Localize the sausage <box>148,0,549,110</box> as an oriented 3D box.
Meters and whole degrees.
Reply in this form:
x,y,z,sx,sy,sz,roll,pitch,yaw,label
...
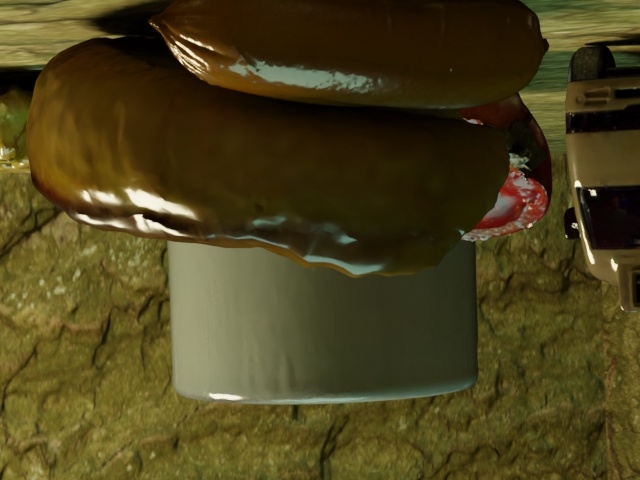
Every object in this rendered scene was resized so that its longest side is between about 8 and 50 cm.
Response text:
x,y,z,sx,sy,sz,roll,pitch,yaw,label
0.019,-0.081,0.755,0.183,0.054,0.062,0,147,-27,sausage

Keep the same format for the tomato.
x,y,z,sx,sy,sz,roll,pitch,yaw,label
0.081,-0.074,1.204,0.139,0.091,0.159,-16,145,37,tomato

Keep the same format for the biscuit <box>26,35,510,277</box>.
x,y,z,sx,sy,sz,roll,pitch,yaw,label
-0.034,-0.053,0.876,0.213,0.091,0.274,5,-167,-18,biscuit

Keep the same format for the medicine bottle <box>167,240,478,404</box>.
x,y,z,sx,sy,sz,roll,pitch,yaw,label
0.000,0.000,1.368,0.237,0.232,0.238,-1,-178,0,medicine bottle

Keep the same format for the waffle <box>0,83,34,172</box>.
x,y,z,sx,sy,sz,roll,pitch,yaw,label
-0.265,-0.076,1.249,0.329,0.062,0.329,-2,180,0,waffle

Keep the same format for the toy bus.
x,y,z,sx,sy,sz,roll,pitch,yaw,label
0.248,-0.041,1.135,0.139,0.157,0.289,-2,-179,22,toy bus
